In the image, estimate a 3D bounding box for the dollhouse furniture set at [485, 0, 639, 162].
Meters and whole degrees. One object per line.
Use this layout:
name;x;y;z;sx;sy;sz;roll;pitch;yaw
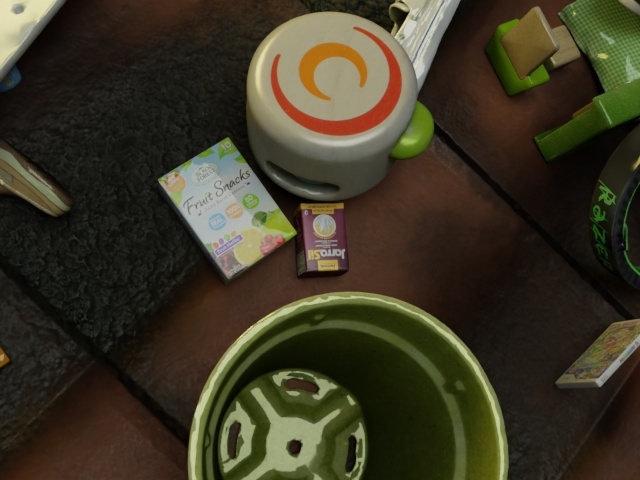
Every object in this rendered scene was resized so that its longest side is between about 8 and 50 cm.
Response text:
dollhouse furniture set;0.408;-0.260;1.021;0.301;0.151;0.197;-24;84;-19

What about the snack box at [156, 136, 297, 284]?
snack box;-0.109;-0.034;0.892;0.100;0.037;0.141;-34;87;-20

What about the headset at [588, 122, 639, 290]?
headset;0.525;-0.068;0.946;0.394;0.185;0.243;-23;122;-14

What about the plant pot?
plant pot;-0.001;0.204;0.749;0.276;0.254;0.276;3;77;-14

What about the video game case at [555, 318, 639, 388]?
video game case;0.353;0.139;0.945;0.122;0.087;0.011;-39;91;-20

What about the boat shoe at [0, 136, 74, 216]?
boat shoe;-0.357;-0.076;0.829;0.190;0.068;0.072;37;83;7

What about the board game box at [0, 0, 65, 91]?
board game box;-0.394;-0.336;0.807;0.390;0.050;0.390;23;68;14

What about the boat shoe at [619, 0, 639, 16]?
boat shoe;0.543;-0.338;1.058;0.335;0.095;0.112;3;55;-31

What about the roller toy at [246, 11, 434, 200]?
roller toy;0.008;-0.152;0.891;0.191;0.146;0.209;-21;72;-12

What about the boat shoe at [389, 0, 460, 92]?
boat shoe;0.127;-0.293;0.991;0.076;0.083;0.226;24;73;-9

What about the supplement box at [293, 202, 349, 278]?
supplement box;0.000;0.000;0.909;0.055;0.043;0.083;-2;78;-16

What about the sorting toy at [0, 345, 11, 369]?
sorting toy;-0.485;0.149;0.747;0.307;0.041;0.229;-36;88;-19
